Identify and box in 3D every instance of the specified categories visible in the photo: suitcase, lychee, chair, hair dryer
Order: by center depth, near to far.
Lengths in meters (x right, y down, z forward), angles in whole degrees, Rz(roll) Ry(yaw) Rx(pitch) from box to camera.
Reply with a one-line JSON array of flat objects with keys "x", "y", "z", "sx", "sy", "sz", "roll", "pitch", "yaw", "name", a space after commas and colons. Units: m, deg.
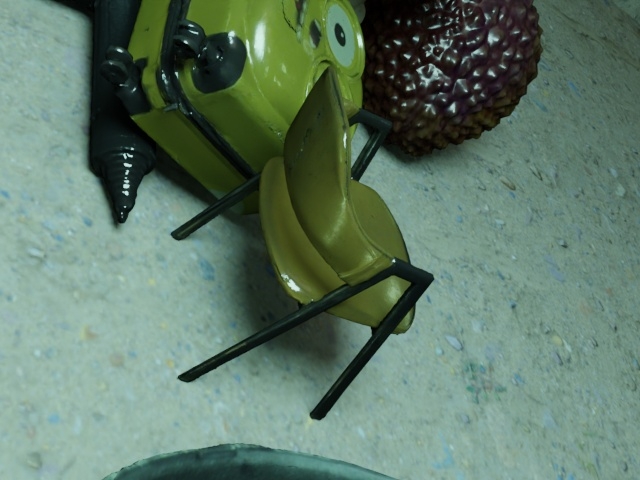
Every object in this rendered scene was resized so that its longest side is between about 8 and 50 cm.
[{"x": 0.000, "y": 0.000, "z": 0.645, "sx": 0.172, "sy": 0.247, "sz": 0.159, "roll": 22, "pitch": 42, "yaw": -33, "name": "chair"}, {"x": -0.057, "y": -0.150, "z": 0.726, "sx": 0.235, "sy": 0.143, "sz": 0.194, "roll": 46, "pitch": 42, "yaw": -47, "name": "suitcase"}, {"x": -0.168, "y": -0.158, "z": 0.778, "sx": 0.189, "sy": 0.107, "sz": 0.352, "roll": 17, "pitch": 52, "yaw": -38, "name": "hair dryer"}, {"x": 0.147, "y": -0.223, "z": 1.050, "sx": 0.271, "sy": 0.271, "sz": 0.271, "roll": 28, "pitch": 38, "yaw": -25, "name": "lychee"}]

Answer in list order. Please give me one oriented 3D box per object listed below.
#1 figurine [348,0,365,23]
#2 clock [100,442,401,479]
[{"x": 0.022, "y": -0.331, "z": 0.910, "sx": 0.218, "sy": 0.365, "sz": 0.206, "roll": 34, "pitch": 59, "yaw": -37, "name": "figurine"}, {"x": 0.047, "y": 0.226, "z": 0.351, "sx": 0.386, "sy": 0.076, "sz": 0.386, "roll": 23, "pitch": 11, "yaw": -5, "name": "clock"}]
